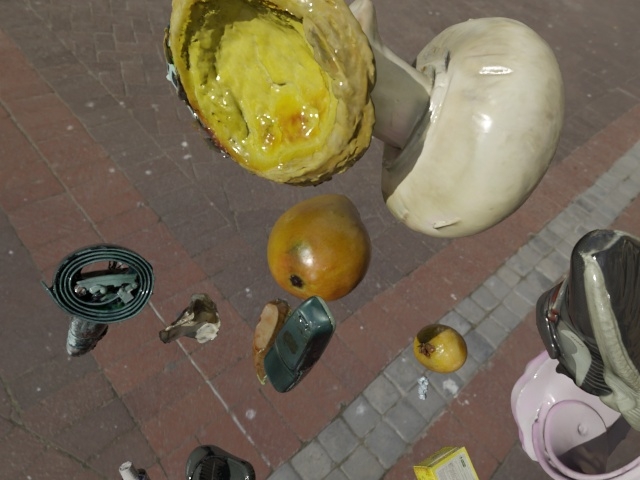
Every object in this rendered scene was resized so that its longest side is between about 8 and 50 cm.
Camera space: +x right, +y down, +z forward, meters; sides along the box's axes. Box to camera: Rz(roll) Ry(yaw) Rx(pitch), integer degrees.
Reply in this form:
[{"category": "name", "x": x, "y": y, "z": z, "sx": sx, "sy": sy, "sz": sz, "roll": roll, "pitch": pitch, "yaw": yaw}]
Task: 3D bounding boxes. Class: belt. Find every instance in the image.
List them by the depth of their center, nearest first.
[{"category": "belt", "x": -0.582, "y": 0.110, "z": 1.162, "sx": 0.268, "sy": 0.206, "sz": 0.116, "roll": 7, "pitch": 4, "yaw": -34}]

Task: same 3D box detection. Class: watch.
[{"category": "watch", "x": 0.375, "y": 0.205, "z": 0.524, "sx": 0.211, "sy": 0.217, "sz": 0.248, "roll": 39, "pitch": 88, "yaw": -6}]

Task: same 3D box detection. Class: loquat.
[{"category": "loquat", "x": 0.338, "y": 0.305, "z": 1.245, "sx": 0.163, "sy": 0.137, "sz": 0.163, "roll": 25, "pitch": 8, "yaw": -4}]

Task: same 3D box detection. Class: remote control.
[{"category": "remote control", "x": -0.036, "y": 0.153, "z": 0.630, "sx": 0.042, "sy": 0.222, "sz": 0.072, "roll": -15, "pitch": 60, "yaw": -34}]

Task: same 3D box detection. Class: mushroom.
[{"category": "mushroom", "x": 0.190, "y": -0.187, "z": 0.632, "sx": 0.315, "sy": 0.356, "sz": 0.315, "roll": -19, "pitch": 17, "yaw": 6}]

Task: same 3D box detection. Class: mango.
[{"category": "mango", "x": 0.000, "y": 0.000, "z": 0.917, "sx": 0.211, "sy": 0.172, "sz": 0.317, "roll": -9, "pitch": 28, "yaw": 11}]

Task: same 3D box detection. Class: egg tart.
[{"category": "egg tart", "x": -0.053, "y": -0.184, "z": 0.505, "sx": 0.279, "sy": 0.279, "sz": 0.095, "roll": 31, "pitch": 51, "yaw": 11}]

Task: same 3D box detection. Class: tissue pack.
[{"category": "tissue pack", "x": 0.259, "y": 0.496, "z": 0.834, "sx": 0.095, "sy": 0.062, "sz": 0.176, "roll": -15, "pitch": 75, "yaw": -30}]

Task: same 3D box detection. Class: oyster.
[{"category": "oyster", "x": -0.449, "y": 0.285, "z": 1.555, "sx": 0.271, "sy": 0.275, "sz": 0.100, "roll": -38, "pitch": 65, "yaw": 7}]

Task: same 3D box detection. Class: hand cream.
[{"category": "hand cream", "x": -0.340, "y": 0.551, "z": 0.866, "sx": 0.084, "sy": 0.256, "sz": 0.050, "roll": -17, "pitch": 6, "yaw": 15}]

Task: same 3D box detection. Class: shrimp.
[{"category": "shrimp", "x": -0.674, "y": 0.177, "z": 1.296, "sx": 0.172, "sy": 0.372, "sz": 0.137, "roll": 26, "pitch": 9, "yaw": -1}]

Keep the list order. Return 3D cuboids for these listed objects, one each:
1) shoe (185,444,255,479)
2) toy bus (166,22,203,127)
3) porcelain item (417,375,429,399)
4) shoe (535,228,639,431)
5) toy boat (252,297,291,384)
[{"category": "shoe", "x": -0.262, "y": 0.553, "z": 1.037, "sx": 0.093, "sy": 0.241, "sz": 0.108, "roll": 15, "pitch": 72, "yaw": -50}, {"category": "toy bus", "x": -0.221, "y": -0.327, "z": 0.962, "sx": 0.134, "sy": 0.164, "sz": 0.276, "roll": -24, "pitch": 75, "yaw": -36}, {"category": "porcelain item", "x": 0.332, "y": 0.472, "z": 1.421, "sx": 0.036, "sy": 0.083, "sz": 0.028, "roll": -4, "pitch": 20, "yaw": -2}, {"category": "shoe", "x": 0.252, "y": 0.082, "z": 0.408, "sx": 0.099, "sy": 0.112, "sz": 0.227, "roll": -45, "pitch": 116, "yaw": -18}, {"category": "toy boat", "x": -0.175, "y": 0.333, "z": 1.461, "sx": 0.109, "sy": 0.099, "sz": 0.292, "roll": 10, "pitch": 80, "yaw": 29}]
